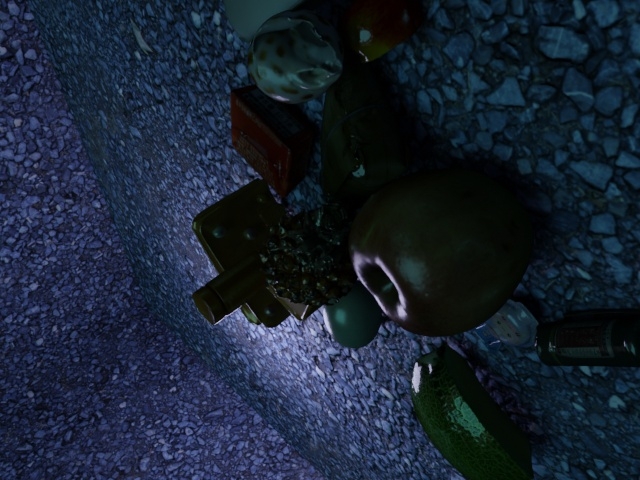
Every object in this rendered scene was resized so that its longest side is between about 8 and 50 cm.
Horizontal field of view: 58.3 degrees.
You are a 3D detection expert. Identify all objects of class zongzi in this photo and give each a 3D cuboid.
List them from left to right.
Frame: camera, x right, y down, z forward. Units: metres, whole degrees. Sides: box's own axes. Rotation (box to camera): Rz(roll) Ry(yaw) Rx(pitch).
[{"bbox_3d":[0.054,-0.261,1.276,0.323,0.159,0.361,141,114,-70],"label":"zongzi"}]

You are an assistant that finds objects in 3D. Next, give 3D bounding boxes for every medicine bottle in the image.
[{"bbox_3d":[-0.208,0.113,1.398,0.096,0.192,0.096,37,148,28],"label":"medicine bottle"}]

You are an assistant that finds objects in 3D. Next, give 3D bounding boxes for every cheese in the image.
[{"bbox_3d":[0.406,0.190,1.287,0.135,0.052,0.245,53,158,10],"label":"cheese"}]

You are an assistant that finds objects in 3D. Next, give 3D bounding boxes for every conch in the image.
[{"bbox_3d":[-0.056,-0.362,1.126,0.274,0.149,0.183,10,127,30],"label":"conch"}]

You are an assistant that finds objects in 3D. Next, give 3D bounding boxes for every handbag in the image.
[{"bbox_3d":[-0.173,0.035,1.730,0.401,0.283,0.133,59,155,-11],"label":"handbag"}]

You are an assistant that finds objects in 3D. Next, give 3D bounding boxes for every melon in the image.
[{"bbox_3d":[0.366,0.449,1.488,0.343,0.226,0.331,43,168,-5],"label":"melon"}]

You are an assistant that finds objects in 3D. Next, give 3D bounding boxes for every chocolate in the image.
[{"bbox_3d":[-0.131,-0.268,1.520,0.237,0.108,0.235,47,157,17],"label":"chocolate"}]

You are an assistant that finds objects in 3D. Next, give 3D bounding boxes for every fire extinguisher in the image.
[{"bbox_3d":[0.540,0.187,1.059,0.093,0.118,0.294,26,158,-22],"label":"fire extinguisher"}]

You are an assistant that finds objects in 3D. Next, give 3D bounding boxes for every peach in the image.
[{"bbox_3d":[0.108,-0.402,1.051,0.151,0.151,0.118,42,161,21],"label":"peach"}]

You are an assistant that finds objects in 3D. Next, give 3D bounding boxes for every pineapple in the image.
[{"bbox_3d":[0.000,0.000,1.284,0.262,0.262,0.272,50,158,9],"label":"pineapple"}]

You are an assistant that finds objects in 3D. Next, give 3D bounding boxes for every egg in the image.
[{"bbox_3d":[0.092,0.213,1.646,0.168,0.168,0.231,30,146,36],"label":"egg"}]

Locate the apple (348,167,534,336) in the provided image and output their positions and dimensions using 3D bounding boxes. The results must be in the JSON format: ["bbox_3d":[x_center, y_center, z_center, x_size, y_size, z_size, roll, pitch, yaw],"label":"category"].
[{"bbox_3d":[0.234,0.008,1.121,0.338,0.305,0.338,47,163,19],"label":"apple"}]

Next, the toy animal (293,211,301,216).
[{"bbox_3d":[-0.014,0.039,1.673,0.116,0.114,0.255,-25,90,57],"label":"toy animal"}]

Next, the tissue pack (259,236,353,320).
[{"bbox_3d":[-0.001,0.053,1.514,0.194,0.274,0.145,45,150,18],"label":"tissue pack"}]

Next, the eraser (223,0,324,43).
[{"bbox_3d":[-0.098,-0.553,1.170,0.331,0.150,0.331,32,141,30],"label":"eraser"}]
